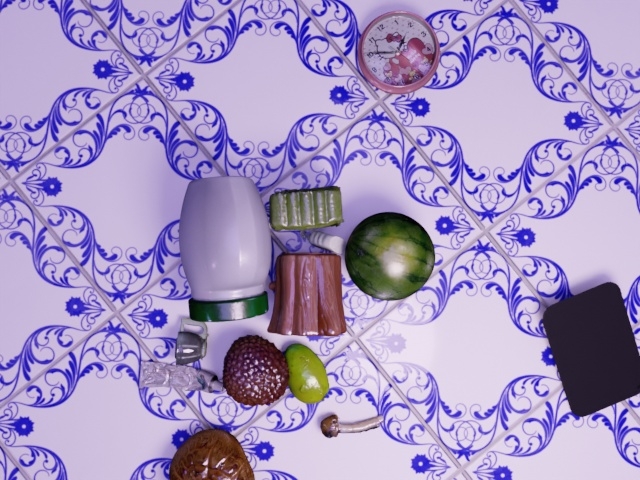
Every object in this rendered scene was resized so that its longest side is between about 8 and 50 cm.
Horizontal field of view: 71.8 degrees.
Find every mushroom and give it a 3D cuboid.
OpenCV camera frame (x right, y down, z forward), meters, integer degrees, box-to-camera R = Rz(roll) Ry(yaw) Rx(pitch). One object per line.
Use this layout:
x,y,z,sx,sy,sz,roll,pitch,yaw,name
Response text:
-0.302,0.655,1.227,0.253,0.153,0.253,0,93,9,mushroom
0.090,0.532,1.283,0.187,0.061,0.060,0,103,-12,mushroom

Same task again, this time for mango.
-0.045,0.378,1.256,0.119,0.100,0.178,-27,82,1,mango

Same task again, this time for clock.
0.230,-0.550,1.296,0.244,0.056,0.244,0,91,1,clock

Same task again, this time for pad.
0.762,0.328,1.304,0.315,0.063,0.375,-22,100,-2,pad

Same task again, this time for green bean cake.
-0.042,-0.085,1.207,0.200,0.214,0.113,-6,93,-1,green bean cake

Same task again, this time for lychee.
-0.172,0.360,1.209,0.188,0.188,0.188,0,89,-1,lychee

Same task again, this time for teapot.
-0.366,0.292,1.260,0.090,0.092,0.124,5,95,-17,teapot

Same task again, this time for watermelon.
0.186,0.043,1.197,0.242,0.242,0.242,0,89,-1,watermelon

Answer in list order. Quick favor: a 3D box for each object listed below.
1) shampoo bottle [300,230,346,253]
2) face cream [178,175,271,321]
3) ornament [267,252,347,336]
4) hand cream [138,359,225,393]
0.000,0.000,1.253,0.077,0.152,0.045,27,80,-43,shampoo bottle
-0.252,0.020,1.163,0.219,0.312,0.357,-4,92,-33,face cream
-0.025,0.144,1.218,0.235,0.221,0.218,-4,84,44,ornament
-0.397,0.401,1.278,0.257,0.050,0.084,5,87,6,hand cream
